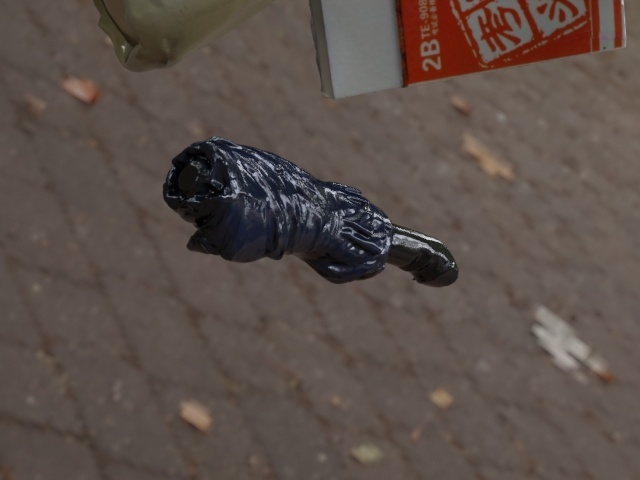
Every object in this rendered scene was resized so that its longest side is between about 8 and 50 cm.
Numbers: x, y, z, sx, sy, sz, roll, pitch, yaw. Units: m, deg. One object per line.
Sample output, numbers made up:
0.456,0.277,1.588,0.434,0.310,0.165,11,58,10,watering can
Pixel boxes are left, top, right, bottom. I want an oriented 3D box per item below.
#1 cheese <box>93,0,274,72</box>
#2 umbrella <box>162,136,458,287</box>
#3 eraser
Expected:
-0.078,-0.238,1.566,0.127,0.233,0.266,58,-12,-4,cheese
-0.002,-0.007,1.146,0.071,0.071,0.248,46,17,31,umbrella
0.103,-0.198,1.413,0.230,0.157,0.038,-11,17,-13,eraser
